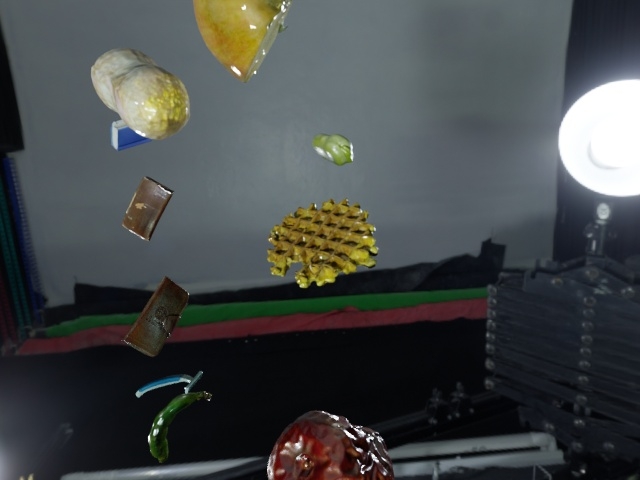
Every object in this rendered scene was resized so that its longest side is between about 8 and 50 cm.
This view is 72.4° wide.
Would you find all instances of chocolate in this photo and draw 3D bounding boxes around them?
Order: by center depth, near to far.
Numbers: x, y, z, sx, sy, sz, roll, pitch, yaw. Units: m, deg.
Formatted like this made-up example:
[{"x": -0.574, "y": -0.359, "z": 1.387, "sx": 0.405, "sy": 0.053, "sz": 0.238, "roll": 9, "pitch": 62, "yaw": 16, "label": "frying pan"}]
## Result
[{"x": -0.348, "y": -0.285, "z": 0.833, "sx": 0.134, "sy": 0.134, "sz": 0.309, "roll": -12, "pitch": -143, "yaw": -33, "label": "chocolate"}]

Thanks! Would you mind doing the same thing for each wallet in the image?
[{"x": -0.484, "y": -0.090, "z": 1.223, "sx": 0.095, "sy": 0.176, "sz": 0.026, "roll": 31, "pitch": -156, "yaw": -6, "label": "wallet"}, {"x": -0.550, "y": 0.262, "z": 1.503, "sx": 0.031, "sy": 0.137, "sz": 0.255, "roll": -9, "pitch": -133, "yaw": 44, "label": "wallet"}]

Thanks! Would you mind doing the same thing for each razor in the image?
[{"x": -0.386, "y": 0.357, "z": 1.084, "sx": 0.191, "sy": 0.037, "sz": 0.068, "roll": -17, "pitch": -167, "yaw": 22, "label": "razor"}]

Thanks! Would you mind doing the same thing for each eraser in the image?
[{"x": -0.406, "y": -0.233, "z": 0.944, "sx": 0.027, "sy": 0.063, "sz": 0.084, "roll": 45, "pitch": -131, "yaw": 14, "label": "eraser"}]

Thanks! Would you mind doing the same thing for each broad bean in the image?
[{"x": 0.046, "y": -0.302, "z": 1.439, "sx": 0.082, "sy": 0.124, "sz": 0.174, "roll": -47, "pitch": -153, "yaw": -3, "label": "broad bean"}, {"x": -0.497, "y": 0.621, "z": 1.469, "sx": 0.144, "sy": 0.292, "sz": 0.049, "roll": 36, "pitch": 178, "yaw": -41, "label": "broad bean"}]

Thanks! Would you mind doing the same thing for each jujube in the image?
[{"x": 0.023, "y": 0.419, "z": 0.785, "sx": 0.212, "sy": 0.213, "sz": 0.232, "roll": 5, "pitch": 159, "yaw": 37, "label": "jujube"}]

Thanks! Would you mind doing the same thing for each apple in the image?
[{"x": -0.196, "y": -0.572, "z": 1.109, "sx": 0.252, "sy": 0.314, "sz": 0.309, "roll": -8, "pitch": -149, "yaw": 15, "label": "apple"}]

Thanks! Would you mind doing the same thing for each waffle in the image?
[{"x": 0.000, "y": 0.000, "z": 0.911, "sx": 0.228, "sy": 0.051, "sz": 0.232, "roll": -18, "pitch": -138, "yaw": 6, "label": "waffle"}]
